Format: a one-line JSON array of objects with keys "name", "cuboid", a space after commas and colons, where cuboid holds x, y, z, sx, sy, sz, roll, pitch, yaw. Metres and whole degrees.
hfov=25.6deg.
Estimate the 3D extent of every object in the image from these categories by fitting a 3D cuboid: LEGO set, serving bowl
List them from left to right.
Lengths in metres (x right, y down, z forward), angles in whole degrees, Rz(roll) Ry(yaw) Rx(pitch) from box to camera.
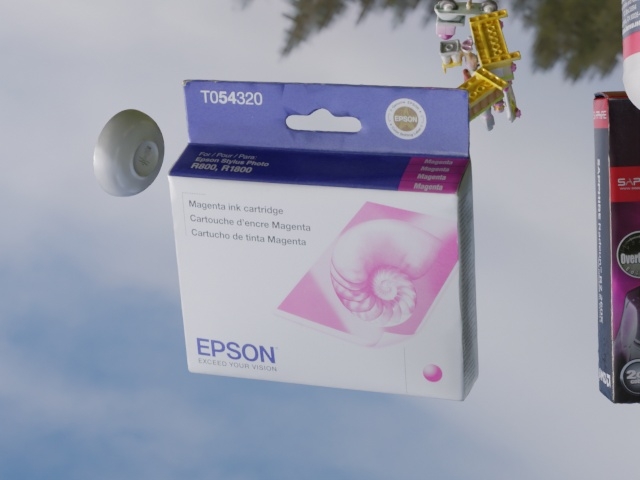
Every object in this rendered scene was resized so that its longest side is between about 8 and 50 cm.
[{"name": "serving bowl", "cuboid": [-0.172, -0.079, 1.309, 0.027, 0.083, 0.083, 15, -172, 33]}, {"name": "LEGO set", "cuboid": [0.173, -0.163, 1.661, 0.132, 0.107, 0.287, 4, -130, 21]}]

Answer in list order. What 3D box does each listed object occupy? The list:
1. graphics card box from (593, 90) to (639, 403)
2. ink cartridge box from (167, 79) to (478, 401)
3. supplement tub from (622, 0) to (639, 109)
[{"name": "graphics card box", "cuboid": [0.447, 0.005, 1.680, 0.233, 0.370, 0.094, -1, -175, -1]}, {"name": "ink cartridge box", "cuboid": [0.000, 0.000, 1.497, 0.324, 0.330, 0.071, 4, -156, 20]}, {"name": "supplement tub", "cuboid": [0.265, -0.207, 0.794, 0.191, 0.272, 0.191, -1, 180, 0]}]
